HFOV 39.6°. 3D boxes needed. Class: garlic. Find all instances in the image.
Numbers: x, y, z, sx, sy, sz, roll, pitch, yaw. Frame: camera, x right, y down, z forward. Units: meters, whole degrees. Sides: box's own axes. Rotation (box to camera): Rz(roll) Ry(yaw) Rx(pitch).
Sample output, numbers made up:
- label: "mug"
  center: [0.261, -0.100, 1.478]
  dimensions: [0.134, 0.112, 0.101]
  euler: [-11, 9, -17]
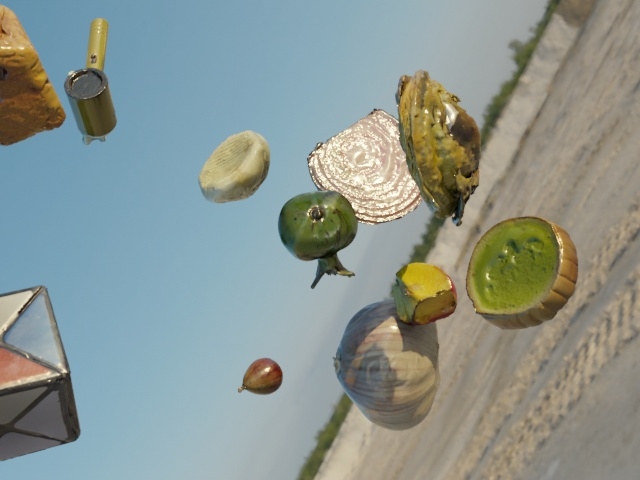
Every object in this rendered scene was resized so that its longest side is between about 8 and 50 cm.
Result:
- label: "garlic"
  center: [0.160, 0.286, 2.145]
  dimensions: [0.317, 0.259, 0.317]
  euler: [-10, -90, -88]

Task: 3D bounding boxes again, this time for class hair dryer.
- label: "hair dryer"
  center: [-0.487, -0.365, 1.930]
  dimensions: [0.135, 0.090, 0.278]
  euler: [89, 178, -57]

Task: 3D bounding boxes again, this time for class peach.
- label: "peach"
  center: [0.237, 0.117, 2.007]
  dimensions: [0.118, 0.151, 0.151]
  euler: [3, -57, -36]

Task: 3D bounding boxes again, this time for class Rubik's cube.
- label: "Rubik's cube"
  center: [-0.766, 0.336, 2.146]
  dimensions: [0.307, 0.305, 0.310]
  euler: [-14, -38, -18]

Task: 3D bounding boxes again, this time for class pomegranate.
- label: "pomegranate"
  center: [0.000, 0.000, 1.702]
  dimensions: [0.131, 0.152, 0.191]
  euler: [-98, -1, -68]

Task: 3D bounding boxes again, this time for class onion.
- label: "onion"
  center: [0.112, -0.133, 1.948]
  dimensions: [0.250, 0.247, 0.111]
  euler: [-33, -18, -18]

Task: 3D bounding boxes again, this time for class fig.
- label: "fig"
  center: [-0.148, 0.318, 2.015]
  dimensions: [0.125, 0.089, 0.089]
  euler: [-18, -36, -38]

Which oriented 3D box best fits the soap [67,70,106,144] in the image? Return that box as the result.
- label: "soap"
  center: [-0.542, -0.312, 2.080]
  dimensions: [0.063, 0.114, 0.198]
  euler: [-15, -10, -15]

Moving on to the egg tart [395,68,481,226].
- label: "egg tart"
  center: [0.227, -0.170, 1.597]
  dimensions: [0.297, 0.132, 0.297]
  euler: [-10, -90, -75]

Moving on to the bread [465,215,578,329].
- label: "bread"
  center: [0.392, 0.063, 1.746]
  dimensions: [0.070, 0.236, 0.236]
  euler: [25, -87, -41]

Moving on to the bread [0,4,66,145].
- label: "bread"
  center: [-0.417, -0.200, 1.104]
  dimensions: [0.149, 0.158, 0.143]
  euler: [-25, -52, -14]

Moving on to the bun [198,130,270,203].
- label: "bun"
  center: [-0.170, -0.143, 1.893]
  dimensions: [0.183, 0.102, 0.183]
  euler: [-30, 35, 24]
